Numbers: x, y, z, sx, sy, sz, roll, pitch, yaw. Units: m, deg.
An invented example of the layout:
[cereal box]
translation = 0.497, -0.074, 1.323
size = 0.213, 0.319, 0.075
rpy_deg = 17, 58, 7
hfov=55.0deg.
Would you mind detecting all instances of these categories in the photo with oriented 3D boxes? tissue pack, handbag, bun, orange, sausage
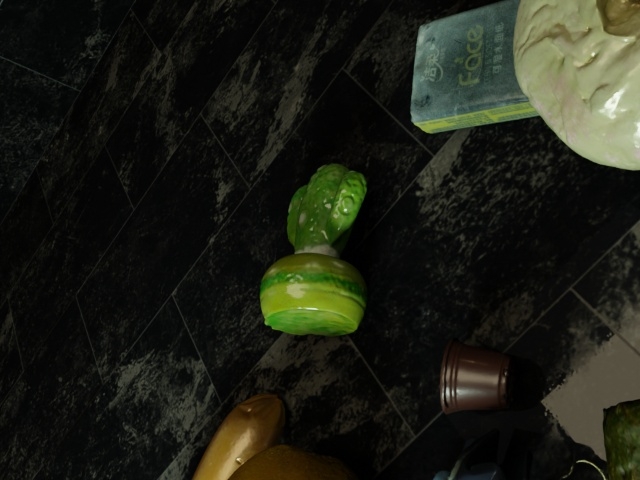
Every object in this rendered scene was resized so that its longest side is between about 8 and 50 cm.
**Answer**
[tissue pack]
translation = 0.278, -0.282, 0.988
size = 0.257, 0.081, 0.185
rpy_deg = -3, 75, 40
[handbag]
translation = 0.150, 0.401, 0.787
size = 0.118, 0.269, 0.325
rpy_deg = 33, 97, 23
[bun]
translation = 0.408, -0.263, 0.736
size = 0.362, 0.213, 0.360
rpy_deg = -5, 76, 21
[orange]
translation = -0.043, 0.450, 0.921
size = 0.274, 0.274, 0.274
rpy_deg = -15, 67, 38
[sausage]
translation = -0.172, 0.443, 1.144
size = 0.134, 0.116, 0.353
rpy_deg = 20, 86, 54

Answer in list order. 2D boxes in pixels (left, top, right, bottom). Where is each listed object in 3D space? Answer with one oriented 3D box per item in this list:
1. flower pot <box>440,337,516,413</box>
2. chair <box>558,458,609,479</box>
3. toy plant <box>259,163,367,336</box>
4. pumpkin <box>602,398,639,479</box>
[flower pot]
translation = 0.228, 0.198, 0.877
size = 0.089, 0.111, 0.111
rpy_deg = 2, 77, 27
[chair]
translation = 0.264, 0.438, 0.726
size = 0.160, 0.170, 0.325
rpy_deg = 37, 108, 44
[toy plant]
translation = 0.000, 0.000, 1.098
size = 0.224, 0.185, 0.315
rpy_deg = -34, 43, 51
[pumpkin]
translation = 0.411, 0.233, 0.567
size = 0.257, 0.303, 0.225
rpy_deg = -13, 65, 2
